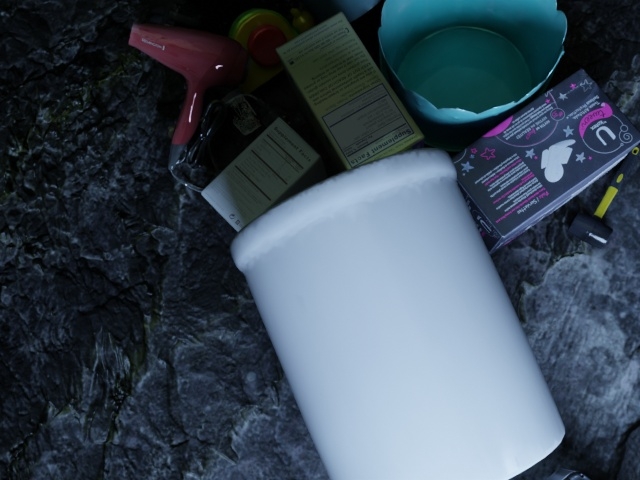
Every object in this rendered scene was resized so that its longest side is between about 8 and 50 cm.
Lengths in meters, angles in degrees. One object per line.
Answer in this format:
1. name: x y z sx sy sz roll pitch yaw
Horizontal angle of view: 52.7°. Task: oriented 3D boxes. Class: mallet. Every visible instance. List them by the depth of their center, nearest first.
1. mallet: 0.468 -0.071 1.022 0.062 0.039 0.190 38 80 15

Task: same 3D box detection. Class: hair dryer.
1. hair dryer: -0.202 -0.232 1.054 0.223 0.080 0.293 -35 114 0

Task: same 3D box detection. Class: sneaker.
1. sneaker: -0.215 -0.428 1.132 0.295 0.104 0.147 -4 82 51

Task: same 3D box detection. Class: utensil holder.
1. utensil holder: 0.099 0.123 0.862 0.327 0.327 0.386 -23 79 2

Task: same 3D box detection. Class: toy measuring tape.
1. toy measuring tape: -0.154 -0.311 1.131 0.330 0.121 0.121 -35 73 -1

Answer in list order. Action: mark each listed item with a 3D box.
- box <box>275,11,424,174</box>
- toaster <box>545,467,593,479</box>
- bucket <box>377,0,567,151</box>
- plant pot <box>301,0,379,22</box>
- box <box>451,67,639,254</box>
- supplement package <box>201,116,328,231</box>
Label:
1. box: 0.054 -0.186 1.018 0.117 0.213 0.243 -29 73 1
2. toaster: 0.339 0.415 0.871 0.185 0.110 0.168 43 84 16
3. bucket: 0.232 -0.288 1.036 0.281 0.183 0.281 -2 75 9
4. plant pot: 0.013 -0.537 1.037 0.293 0.235 0.293 -36 37 33
5. box: 0.323 -0.109 0.985 0.247 0.163 0.142 -34 77 -1
6. supplement package: -0.088 -0.092 1.072 0.179 0.105 0.105 -45 74 -5
